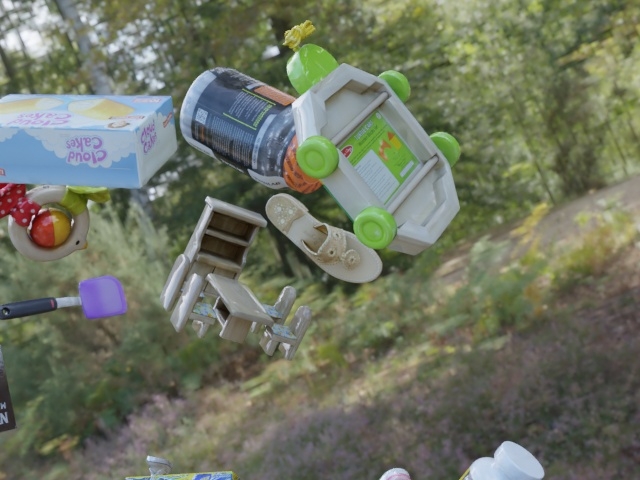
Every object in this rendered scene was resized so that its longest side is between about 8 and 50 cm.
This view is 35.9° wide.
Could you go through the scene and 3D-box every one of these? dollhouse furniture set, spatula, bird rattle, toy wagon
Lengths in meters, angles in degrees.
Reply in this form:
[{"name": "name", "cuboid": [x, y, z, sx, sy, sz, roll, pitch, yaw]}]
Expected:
[{"name": "dollhouse furniture set", "cuboid": [-0.139, 0.055, 1.627, 0.212, 0.161, 0.242, 19, 14, -30]}, {"name": "spatula", "cuboid": [-0.499, 0.120, 1.907, 0.030, 0.084, 0.296, -18, -7, 35]}, {"name": "bird rattle", "cuboid": [-0.546, -0.050, 1.968, 0.253, 0.207, 0.143, -20, 33, -37]}, {"name": "toy wagon", "cuboid": [0.059, -0.147, 1.362, 0.068, 0.344, 0.267, -35, 8, 40]}]

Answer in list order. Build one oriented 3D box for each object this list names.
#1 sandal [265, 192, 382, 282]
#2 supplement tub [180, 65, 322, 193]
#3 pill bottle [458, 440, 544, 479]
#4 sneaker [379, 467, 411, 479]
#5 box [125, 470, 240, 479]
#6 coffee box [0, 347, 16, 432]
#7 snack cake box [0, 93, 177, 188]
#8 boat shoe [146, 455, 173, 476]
[{"name": "sandal", "cuboid": [-0.004, 0.005, 1.752, 0.088, 0.240, 0.079, -55, -5, 16]}, {"name": "supplement tub", "cuboid": [-0.134, -0.245, 2.220, 0.207, 0.338, 0.207, -37, -37, -35]}, {"name": "pill bottle", "cuboid": [0.244, 0.388, 1.457, 0.184, 0.103, 0.103, -56, -13, 18]}, {"name": "sneaker", "cuboid": [0.094, 0.355, 1.227, 0.051, 0.134, 0.070, 5, 21, -24]}, {"name": "box", "cuboid": [-0.208, 0.387, 1.499, 0.169, 0.059, 0.054, -5, -23, 7]}, {"name": "coffee box", "cuboid": [-0.581, 0.237, 1.444, 0.098, 0.141, 0.246, -15, -7, 28]}, {"name": "snack cake box", "cuboid": [-0.356, -0.146, 1.415, 0.264, 0.089, 0.152, 3, 25, 12]}, {"name": "boat shoe", "cuboid": [-0.294, 0.415, 1.793, 0.035, 0.035, 0.100, 9, -20, 9]}]
